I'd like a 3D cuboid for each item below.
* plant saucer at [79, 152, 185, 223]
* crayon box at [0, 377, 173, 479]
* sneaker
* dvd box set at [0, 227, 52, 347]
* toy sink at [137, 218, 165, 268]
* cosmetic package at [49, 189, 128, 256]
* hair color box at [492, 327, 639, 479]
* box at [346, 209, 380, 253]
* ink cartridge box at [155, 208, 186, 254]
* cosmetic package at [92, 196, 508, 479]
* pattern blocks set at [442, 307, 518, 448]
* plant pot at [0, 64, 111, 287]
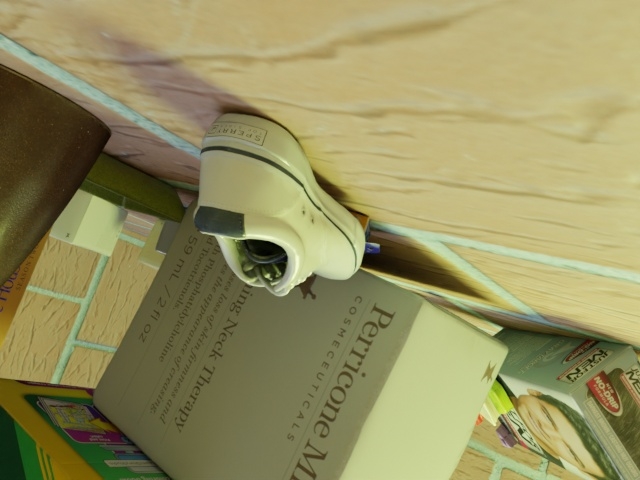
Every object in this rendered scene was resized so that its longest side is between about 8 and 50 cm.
[{"bbox_3d":[-0.300,-0.086,0.856,0.188,0.045,0.188,13,170,43],"label":"plant saucer"},{"bbox_3d":[-0.250,0.313,0.808,0.313,0.106,0.363,24,176,36],"label":"crayon box"},{"bbox_3d":[-0.033,-0.001,0.490,0.094,0.091,0.258,13,165,24],"label":"sneaker"},{"bbox_3d":[-0.600,0.036,1.083,0.308,0.420,0.062,14,170,45],"label":"dvd box set"},{"bbox_3d":[-0.321,0.050,1.578,0.153,0.131,0.234,14,166,39],"label":"toy sink"},{"bbox_3d":[-0.648,-0.071,1.527,0.224,0.138,0.224,19,174,6],"label":"cosmetic package"},{"bbox_3d":[0.378,0.255,0.955,0.185,0.114,0.374,57,170,-1],"label":"hair color box"},{"bbox_3d":[-0.002,-0.020,0.619,0.136,0.028,0.081,17,172,8],"label":"box"},{"bbox_3d":[-0.216,0.013,1.170,0.160,0.092,0.219,21,172,-5],"label":"ink cartridge box"},{"bbox_3d":[-0.021,0.185,0.842,0.394,0.329,0.327,23,176,37],"label":"cosmetic package"},{"bbox_3d":[0.254,0.241,1.108,0.324,0.026,0.285,58,170,-8],"label":"pattern blocks set"},{"bbox_3d":[-0.350,-0.043,0.582,0.216,0.230,0.215,20,172,3],"label":"plant pot"}]
